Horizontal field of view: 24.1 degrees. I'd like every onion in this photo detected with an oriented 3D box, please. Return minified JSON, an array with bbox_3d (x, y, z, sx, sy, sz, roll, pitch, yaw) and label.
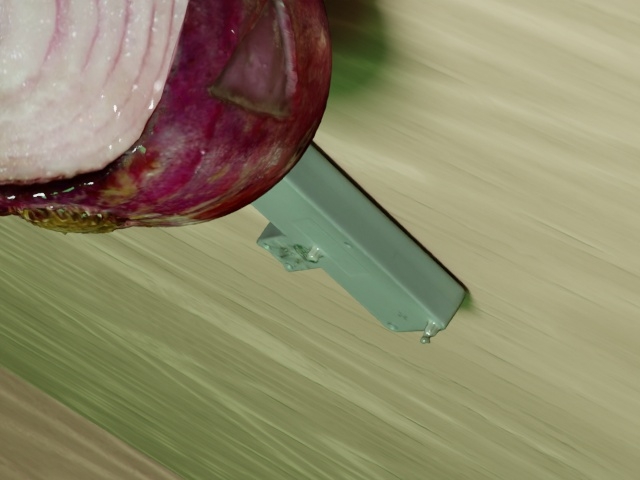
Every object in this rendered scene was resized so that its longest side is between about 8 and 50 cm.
[{"bbox_3d":[-0.110,-0.114,0.921,0.256,0.272,0.230,32,-174,27],"label":"onion"}]

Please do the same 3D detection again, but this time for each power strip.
[{"bbox_3d":[0.000,0.000,1.213,0.215,0.061,0.145,43,158,-18],"label":"power strip"}]
